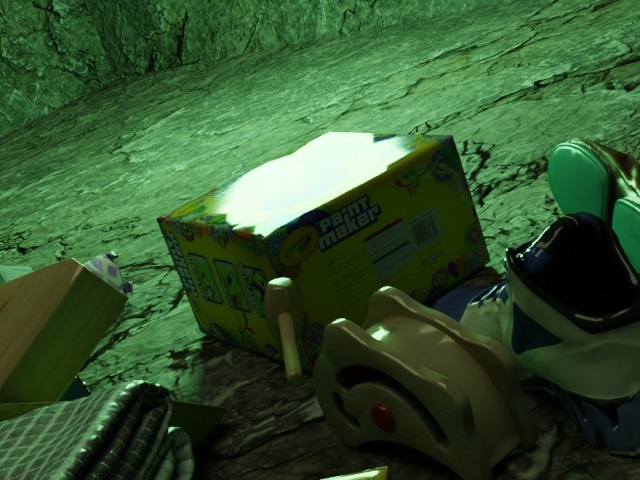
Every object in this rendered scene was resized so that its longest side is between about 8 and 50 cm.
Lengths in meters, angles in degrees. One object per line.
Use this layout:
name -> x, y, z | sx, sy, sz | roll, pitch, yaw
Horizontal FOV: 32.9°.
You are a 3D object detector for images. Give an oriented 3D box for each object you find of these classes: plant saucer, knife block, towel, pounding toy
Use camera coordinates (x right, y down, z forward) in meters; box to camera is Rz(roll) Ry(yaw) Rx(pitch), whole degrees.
plant saucer -> -0.215, 0.193, 1.114 | 0.188, 0.045, 0.188 | -5, -12, 16
knife block -> -0.342, 0.173, 1.170 | 0.275, 0.088, 0.242 | -20, 57, 18
towel -> -0.245, 0.226, 0.835 | 0.235, 0.121, 0.284 | -17, 17, 15
pounding toy -> 0.046, 0.148, 0.990 | 0.155, 0.154, 0.269 | -32, 42, -33

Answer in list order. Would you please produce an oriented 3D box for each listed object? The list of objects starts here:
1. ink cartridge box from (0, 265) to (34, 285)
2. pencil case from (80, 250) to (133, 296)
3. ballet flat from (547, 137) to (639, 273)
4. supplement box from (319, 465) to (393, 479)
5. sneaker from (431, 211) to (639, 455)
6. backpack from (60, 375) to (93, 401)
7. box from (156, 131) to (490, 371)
ink cartridge box -> -0.558, 0.118, 1.617 | 0.239, 0.060, 0.275 | -31, -2, -1
pencil case -> -0.381, 0.099, 1.610 | 0.206, 0.086, 0.088 | -31, 50, -28
ballet flat -> 0.373, -0.038, 1.242 | 0.124, 0.116, 0.342 | -1, 17, -9
supplement box -> -0.034, 0.273, 0.718 | 0.191, 0.129, 0.194 | -14, 20, 14
sneaker -> 0.213, 0.055, 1.000 | 0.127, 0.182, 0.315 | -25, 20, -20
backpack -> -0.326, 0.192, 1.268 | 0.120, 0.098, 0.101 | 17, 59, 33
box -> 0.000, 0.000, 1.366 | 0.290, 0.177, 0.279 | -30, 21, -28
